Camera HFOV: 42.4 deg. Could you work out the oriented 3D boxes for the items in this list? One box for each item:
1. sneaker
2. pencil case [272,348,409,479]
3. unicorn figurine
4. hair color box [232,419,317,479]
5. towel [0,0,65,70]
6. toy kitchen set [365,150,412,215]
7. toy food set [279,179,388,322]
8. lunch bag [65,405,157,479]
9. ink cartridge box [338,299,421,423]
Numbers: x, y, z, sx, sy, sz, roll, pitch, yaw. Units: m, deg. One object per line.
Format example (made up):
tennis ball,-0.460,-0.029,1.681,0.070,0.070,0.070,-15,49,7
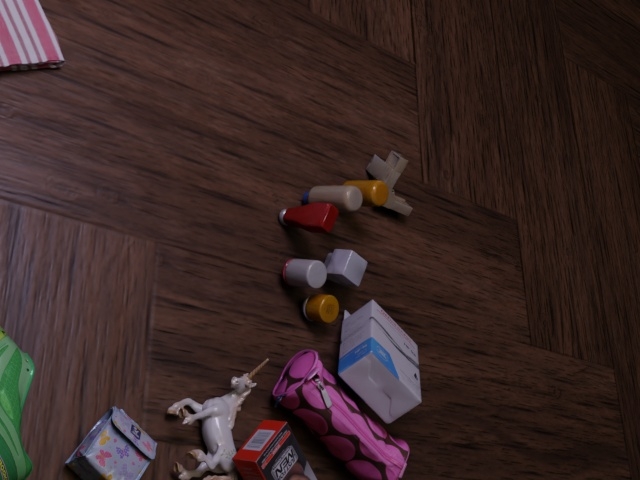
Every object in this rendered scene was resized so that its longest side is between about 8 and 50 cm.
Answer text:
sneaker,-0.361,0.118,0.821,0.123,0.109,0.296,13,58,-62
pencil case,0.031,0.241,1.086,0.209,0.098,0.095,45,56,-16
unicorn figurine,-0.126,0.223,0.994,0.111,0.060,0.162,9,80,-44
hair color box,-0.045,0.296,1.005,0.072,0.043,0.141,-47,121,-43
towel,-0.418,-0.264,0.986,0.197,0.029,0.144,-19,84,-46
toy kitchen set,0.121,-0.100,1.347,0.075,0.083,0.068,20,17,-33
toy food set,0.000,0.000,1.196,0.111,0.104,0.232,36,68,-40
lunch bag,-0.223,0.231,0.904,0.071,0.053,0.083,50,38,-13
ink cartridge box,0.082,0.155,1.142,0.104,0.060,0.180,46,19,-15
